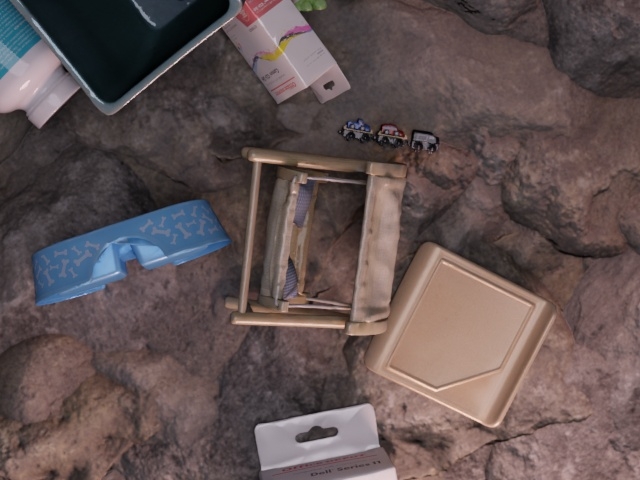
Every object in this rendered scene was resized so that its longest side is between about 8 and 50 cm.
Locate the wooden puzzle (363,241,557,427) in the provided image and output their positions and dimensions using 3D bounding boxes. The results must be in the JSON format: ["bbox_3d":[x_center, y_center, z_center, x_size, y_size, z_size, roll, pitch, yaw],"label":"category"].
[{"bbox_3d":[0.216,0.146,2.021,0.238,0.044,0.221,27,93,-4],"label":"wooden puzzle"}]

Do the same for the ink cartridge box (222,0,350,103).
[{"bbox_3d":[-0.054,-0.274,1.895,0.067,0.115,0.198,-41,100,-22],"label":"ink cartridge box"}]

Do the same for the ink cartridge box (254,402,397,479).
[{"bbox_3d":[0.024,0.446,1.988,0.207,0.119,0.353,-11,98,-5],"label":"ink cartridge box"}]

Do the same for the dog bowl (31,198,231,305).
[{"bbox_3d":[-0.281,0.015,1.889,0.297,0.166,0.074,-18,86,-4],"label":"dog bowl"}]

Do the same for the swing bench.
[{"bbox_3d":[0.000,0.000,1.914,0.254,0.165,0.253,6,95,-8],"label":"swing bench"}]

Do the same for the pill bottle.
[{"bbox_3d":[-0.463,-0.282,1.836,0.264,0.146,0.146,44,90,-9],"label":"pill bottle"}]

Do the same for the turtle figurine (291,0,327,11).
[{"bbox_3d":[0.022,-0.466,1.832,0.274,0.198,0.266,2,114,25],"label":"turtle figurine"}]

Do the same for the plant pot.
[{"bbox_3d":[-0.247,-0.361,1.787,0.248,0.252,0.247,-36,99,17],"label":"plant pot"}]

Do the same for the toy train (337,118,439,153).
[{"bbox_3d":[0.105,-0.161,1.977,0.158,0.027,0.036,8,92,-8],"label":"toy train"}]
